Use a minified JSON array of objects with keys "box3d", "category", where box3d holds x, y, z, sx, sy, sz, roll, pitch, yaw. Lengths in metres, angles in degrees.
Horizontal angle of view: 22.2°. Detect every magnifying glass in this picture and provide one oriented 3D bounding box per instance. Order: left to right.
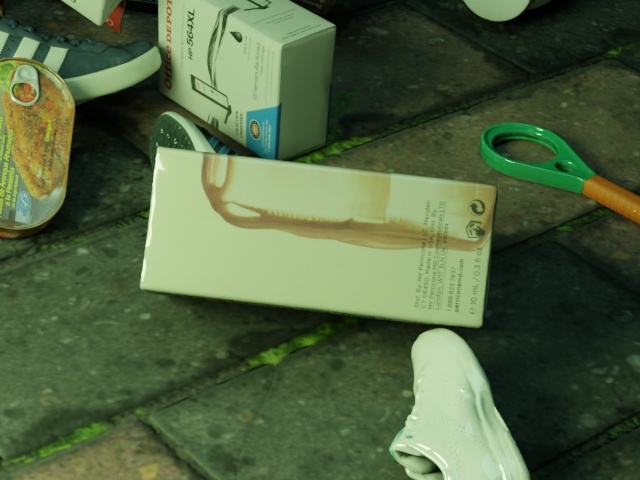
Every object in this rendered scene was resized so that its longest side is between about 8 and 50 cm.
[{"box3d":[0.269,-0.069,1.748,0.231,0.026,0.092,30,40,35],"category":"magnifying glass"}]

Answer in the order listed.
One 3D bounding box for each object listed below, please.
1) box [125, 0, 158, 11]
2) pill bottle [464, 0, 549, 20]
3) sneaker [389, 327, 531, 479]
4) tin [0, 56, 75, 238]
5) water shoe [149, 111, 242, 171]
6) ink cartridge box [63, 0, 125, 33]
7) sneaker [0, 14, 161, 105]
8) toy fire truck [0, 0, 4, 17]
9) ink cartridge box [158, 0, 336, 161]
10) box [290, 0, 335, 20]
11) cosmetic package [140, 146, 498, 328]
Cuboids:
[{"box3d":[-0.234,-0.352,2.083,0.184,0.045,0.191,5,33,2],"category":"box"},{"box3d":[0.267,-0.370,2.107,0.131,0.131,0.229,20,36,20],"category":"pill bottle"},{"box3d":[0.097,0.152,1.341,0.094,0.080,0.212,-14,38,-8],"category":"sneaker"},{"box3d":[-0.300,-0.090,1.597,0.106,0.040,0.190,14,61,-21],"category":"tin"},{"box3d":[-0.100,-0.060,1.651,0.080,0.073,0.203,5,30,-44],"category":"water shoe"},{"box3d":[-0.338,-0.337,1.754,0.296,0.261,0.066,35,69,1],"category":"ink cartridge box"},{"box3d":[-0.333,-0.198,1.702,0.350,0.148,0.131,-16,3,-31],"category":"sneaker"},{"box3d":[-0.468,-0.281,1.861,0.217,0.159,0.246,0,22,-8],"category":"toy fire truck"},{"box3d":[-0.084,-0.195,1.769,0.086,0.148,0.203,-26,43,-36],"category":"ink cartridge box"},{"box3d":[-0.050,-0.378,1.968,0.167,0.203,0.168,17,30,-17],"category":"box"},{"box3d":[0.000,0.000,1.451,0.296,0.129,0.153,6,-2,0],"category":"cosmetic package"}]
